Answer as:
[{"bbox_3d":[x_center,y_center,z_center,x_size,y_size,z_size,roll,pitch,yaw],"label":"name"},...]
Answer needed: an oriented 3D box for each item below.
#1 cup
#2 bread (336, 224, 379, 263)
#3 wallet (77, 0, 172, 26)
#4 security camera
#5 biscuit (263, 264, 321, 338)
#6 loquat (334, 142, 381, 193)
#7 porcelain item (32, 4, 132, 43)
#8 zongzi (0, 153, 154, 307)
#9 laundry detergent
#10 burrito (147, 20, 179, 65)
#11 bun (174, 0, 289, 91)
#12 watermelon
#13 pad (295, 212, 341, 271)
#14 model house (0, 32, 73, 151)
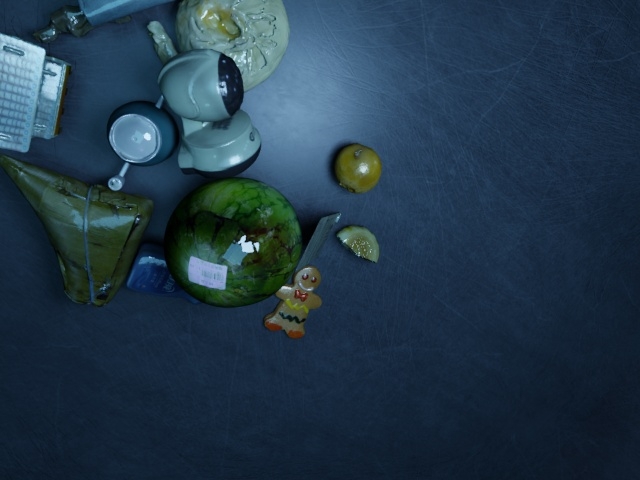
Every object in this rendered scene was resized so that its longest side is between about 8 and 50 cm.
[{"bbox_3d":[-0.435,-0.254,1.031,0.167,0.173,0.300,28,100,-20],"label":"cup"},{"bbox_3d":[0.118,0.001,1.310,0.157,0.083,0.095,18,101,-21],"label":"bread"},{"bbox_3d":[-0.430,-0.627,0.914,0.251,0.054,0.291,-24,90,-7],"label":"wallet"},{"bbox_3d":[-0.254,-0.303,0.989,0.190,0.197,0.277,-2,138,8],"label":"security camera"},{"bbox_3d":[-0.076,0.193,1.355,0.165,0.036,0.250,23,102,-21],"label":"biscuit"},{"bbox_3d":[0.105,-0.204,1.208,0.140,0.141,0.141,-5,110,-13],"label":"loquat"},{"bbox_3d":[-0.546,-0.501,0.965,0.215,0.081,0.069,-24,98,-4],"label":"porcelain item"},{"bbox_3d":[-0.647,-0.016,1.063,0.360,0.160,0.323,22,102,-24],"label":"zongzi"},{"bbox_3d":[-0.385,0.111,1.208,0.289,0.094,0.144,20,114,-22],"label":"laundry detergent"},{"bbox_3d":[-0.366,-0.439,1.050,0.045,0.058,0.188,-40,115,-26],"label":"burrito"},{"bbox_3d":[-0.206,-0.503,1.017,0.286,0.146,0.288,-5,108,-14],"label":"bun"},{"bbox_3d":[-0.216,0.003,1.086,0.362,0.363,0.364,-5,110,-13],"label":"watermelon"},{"bbox_3d":[-0.001,0.000,1.196,0.009,0.265,0.160,29,102,9],"label":"pad"},{"bbox_3d":[-0.679,-0.327,0.922,0.198,0.215,0.225,17,104,-17],"label":"model house"}]
